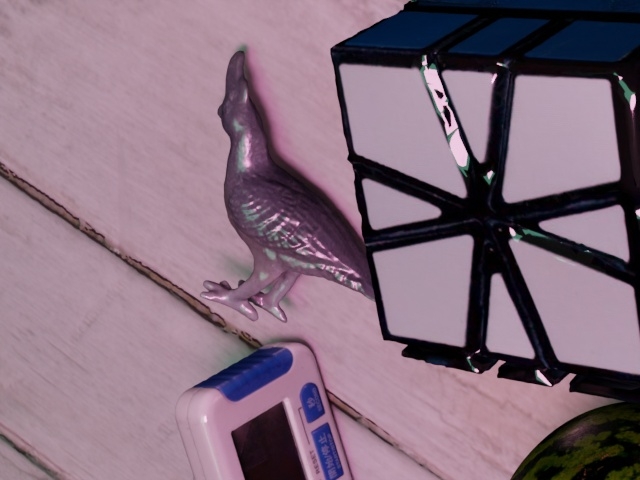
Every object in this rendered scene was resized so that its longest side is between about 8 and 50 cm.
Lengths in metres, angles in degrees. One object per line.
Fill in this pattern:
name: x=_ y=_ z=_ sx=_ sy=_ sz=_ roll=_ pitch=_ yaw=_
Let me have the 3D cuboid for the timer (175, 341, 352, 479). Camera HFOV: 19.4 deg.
timer: x=-0.055 y=0.249 z=1.979 sx=0.078 sy=0.178 sz=0.253 roll=-3 pitch=108 yaw=46

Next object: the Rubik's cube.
Rubik's cube: x=0.214 y=-0.067 z=1.520 sx=0.288 sy=0.283 sz=0.293 roll=10 pitch=123 yaw=36

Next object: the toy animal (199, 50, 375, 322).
toy animal: x=-0.032 y=0.008 z=1.904 sx=0.367 sy=0.081 sz=0.206 roll=51 pitch=122 yaw=9

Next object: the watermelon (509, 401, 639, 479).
watermelon: x=0.290 y=0.281 z=1.637 sx=0.285 sy=0.285 sz=0.285 roll=18 pitch=121 yaw=33
